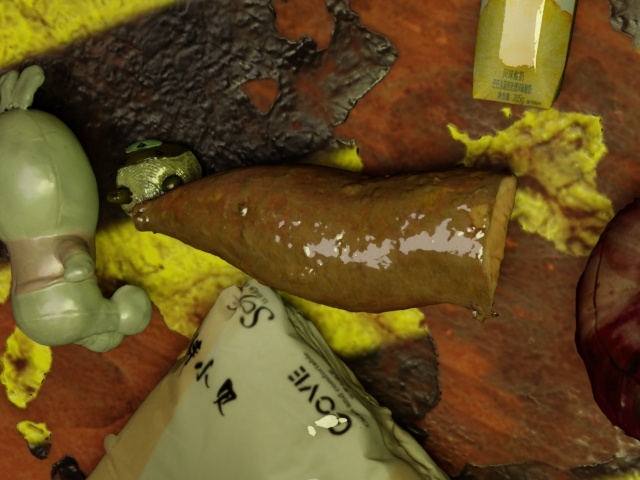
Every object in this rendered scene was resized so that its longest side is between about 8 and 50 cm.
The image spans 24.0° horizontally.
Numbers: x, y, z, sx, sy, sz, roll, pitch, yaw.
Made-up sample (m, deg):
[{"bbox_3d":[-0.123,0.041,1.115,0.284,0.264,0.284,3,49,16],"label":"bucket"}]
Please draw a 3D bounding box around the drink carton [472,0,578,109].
[{"bbox_3d":[0.169,-0.210,1.204,0.084,0.074,0.200,12,107,14],"label":"drink carton"}]

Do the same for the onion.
[{"bbox_3d":[0.326,0.066,1.167,0.252,0.219,0.252,-16,55,25],"label":"onion"}]

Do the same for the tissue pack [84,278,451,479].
[{"bbox_3d":[-0.038,0.281,1.355,0.375,0.195,0.390,41,113,17],"label":"tissue pack"}]

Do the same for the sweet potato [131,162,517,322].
[{"bbox_3d":[0.001,-0.002,1.292,0.336,0.131,0.131,2,105,18],"label":"sweet potato"}]

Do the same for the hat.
[{"bbox_3d":[-0.149,-0.048,1.362,0.077,0.059,0.076,8,112,11],"label":"hat"}]

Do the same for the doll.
[{"bbox_3d":[-0.250,-0.017,1.362,0.155,0.113,0.275,-8,105,58],"label":"doll"}]
